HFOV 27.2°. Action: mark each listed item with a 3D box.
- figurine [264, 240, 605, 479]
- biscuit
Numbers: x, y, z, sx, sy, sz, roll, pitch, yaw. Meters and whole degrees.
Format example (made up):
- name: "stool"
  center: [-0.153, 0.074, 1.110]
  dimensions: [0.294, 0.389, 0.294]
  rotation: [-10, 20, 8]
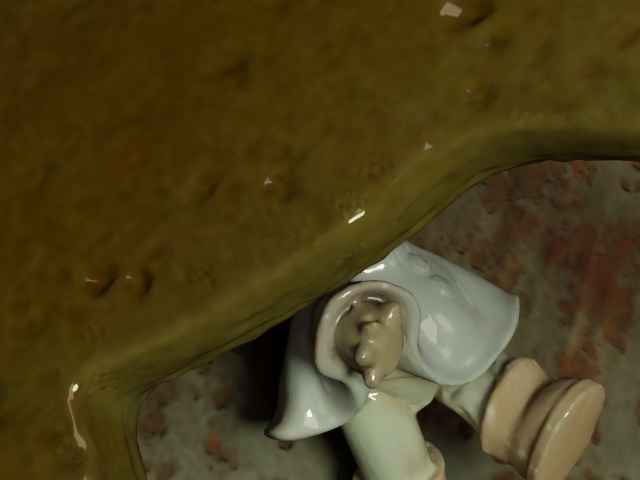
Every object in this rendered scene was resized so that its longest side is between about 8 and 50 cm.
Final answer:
- name: "figurine"
  center: [-0.001, -0.001, 0.547]
  dimensions: [0.200, 0.133, 0.276]
  rotation: [-34, 91, -38]
- name: "biscuit"
  center: [-0.086, -0.068, 0.458]
  dimensions: [0.394, 0.076, 0.368]
  rotation: [-42, 65, 1]
